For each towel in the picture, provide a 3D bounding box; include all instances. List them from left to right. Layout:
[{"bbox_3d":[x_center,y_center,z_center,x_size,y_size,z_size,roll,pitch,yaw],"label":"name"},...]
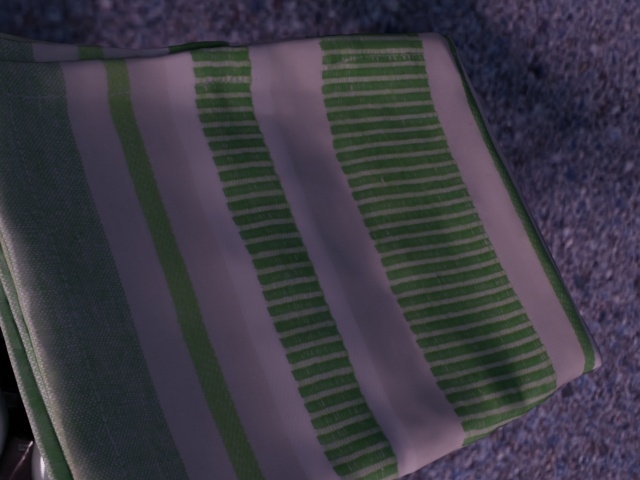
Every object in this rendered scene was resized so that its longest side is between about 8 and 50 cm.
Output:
[{"bbox_3d":[0.000,0.000,0.438,0.325,0.038,0.247,-12,75,-41],"label":"towel"}]

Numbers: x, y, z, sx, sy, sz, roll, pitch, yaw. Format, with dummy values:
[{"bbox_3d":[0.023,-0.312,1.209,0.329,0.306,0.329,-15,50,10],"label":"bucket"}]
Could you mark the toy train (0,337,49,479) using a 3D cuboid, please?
[{"bbox_3d":[-0.124,0.133,0.440,0.334,0.142,0.190,12,101,-28],"label":"toy train"}]
